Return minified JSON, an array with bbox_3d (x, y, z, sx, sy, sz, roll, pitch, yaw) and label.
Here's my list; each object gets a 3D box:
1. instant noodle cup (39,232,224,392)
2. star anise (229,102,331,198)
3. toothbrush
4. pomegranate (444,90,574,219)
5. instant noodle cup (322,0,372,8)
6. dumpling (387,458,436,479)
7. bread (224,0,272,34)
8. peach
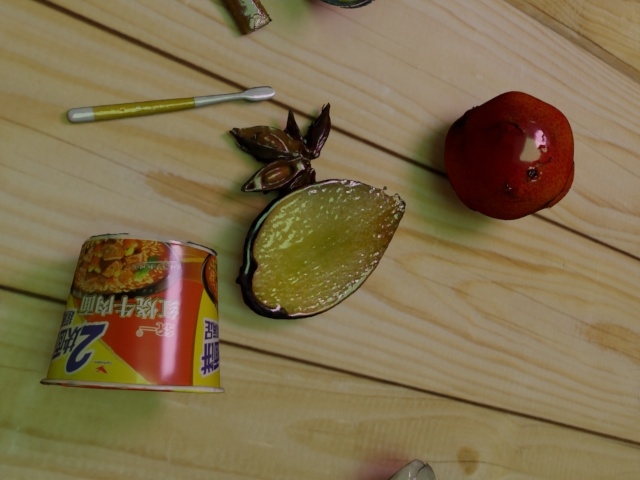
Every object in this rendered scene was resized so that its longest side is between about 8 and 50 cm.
[{"bbox_3d":[-0.214,0.091,0.749,0.213,0.213,0.174,9,76,-25],"label":"instant noodle cup"},{"bbox_3d":[-0.057,-0.114,0.906,0.156,0.053,0.213,9,88,-29],"label":"star anise"},{"bbox_3d":[-0.198,-0.188,0.861,0.288,0.024,0.021,-13,91,-24],"label":"toothbrush"},{"bbox_3d":[0.309,-0.137,1.009,0.235,0.210,0.210,-27,101,-57],"label":"pomegranate"},{"bbox_3d":[0.112,-0.526,0.906,0.312,0.284,0.284,-37,103,-31],"label":"instant noodle cup"},{"bbox_3d":[0.116,0.531,0.914,0.315,0.233,0.395,43,52,-51],"label":"dumpling"},{"bbox_3d":[-0.112,-0.342,0.900,0.047,0.036,0.083,-37,105,-14],"label":"bread"},{"bbox_3d":[-0.003,0.000,0.904,0.279,0.068,0.189,-26,116,-19],"label":"peach"}]
